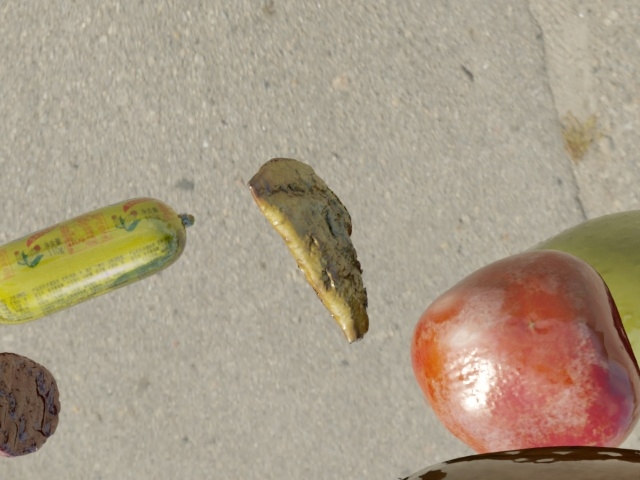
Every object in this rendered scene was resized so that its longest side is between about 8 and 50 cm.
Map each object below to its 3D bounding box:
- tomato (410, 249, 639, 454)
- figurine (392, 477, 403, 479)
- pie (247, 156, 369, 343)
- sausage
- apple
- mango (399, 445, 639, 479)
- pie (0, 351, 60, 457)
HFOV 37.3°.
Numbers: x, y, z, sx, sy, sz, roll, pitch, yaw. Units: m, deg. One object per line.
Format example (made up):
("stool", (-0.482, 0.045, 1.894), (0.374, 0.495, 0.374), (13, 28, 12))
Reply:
("tomato", (0.163, 0.096, 0.754), (0.187, 0.187, 0.151), (-15, 156, -1))
("figurine", (0.058, 0.269, 0.932), (0.047, 0.060, 0.106), (8, 136, -25))
("pie", (0.000, 0.000, 0.715), (0.034, 0.092, 0.170), (-13, 121, 28))
("sausage", (-0.347, 0.026, 1.388), (0.347, 0.123, 0.123), (-22, 126, -13))
("apple", (0.361, 0.104, 1.099), (0.360, 0.320, 0.311), (-19, 134, -26))
("mango", (0.147, 0.157, 0.363), (0.287, 0.152, 0.201), (-5, 175, 33))
("pie", (-0.413, 0.220, 1.275), (0.038, 0.153, 0.153), (-16, 128, 26))
